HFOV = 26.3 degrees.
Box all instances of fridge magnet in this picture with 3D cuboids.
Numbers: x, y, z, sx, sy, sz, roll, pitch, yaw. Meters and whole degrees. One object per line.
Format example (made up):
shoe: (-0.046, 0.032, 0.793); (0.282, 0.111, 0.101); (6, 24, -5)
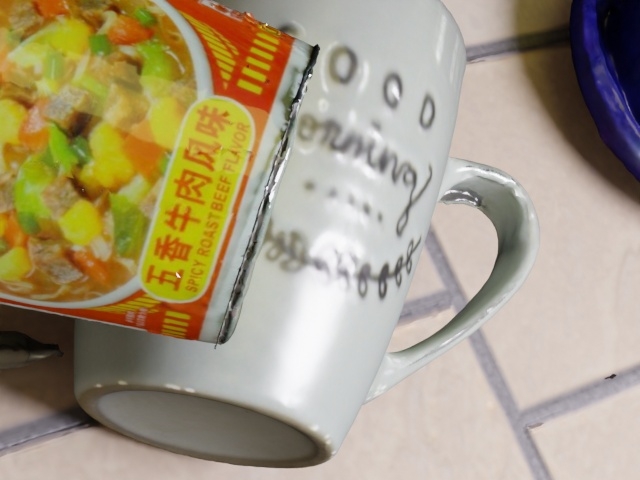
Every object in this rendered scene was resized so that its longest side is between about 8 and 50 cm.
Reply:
fridge magnet: (0.295, -0.118, 0.964); (0.266, 0.112, 0.265); (13, 59, -22)

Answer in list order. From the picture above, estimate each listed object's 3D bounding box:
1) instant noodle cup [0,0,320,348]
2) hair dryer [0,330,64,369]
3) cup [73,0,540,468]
instant noodle cup: (-0.118, -0.050, 0.544); (0.212, 0.193, 0.193); (18, 58, -3)
hair dryer: (-0.265, 0.048, 0.591); (0.357, 0.173, 0.107); (-1, 74, -41)
cup: (0.000, 0.000, 0.722); (0.258, 0.186, 0.234); (19, 66, -21)
